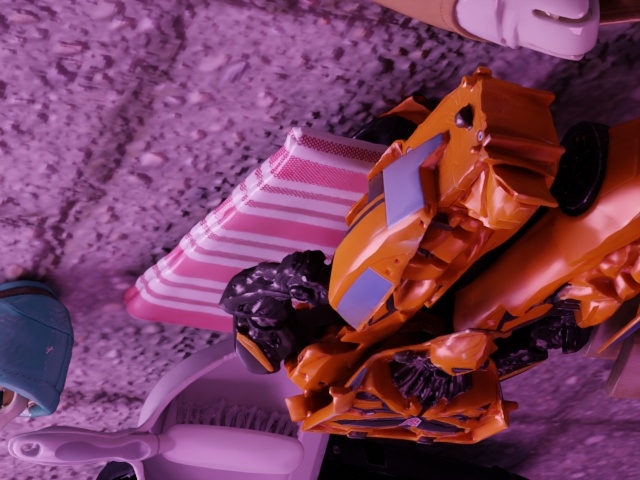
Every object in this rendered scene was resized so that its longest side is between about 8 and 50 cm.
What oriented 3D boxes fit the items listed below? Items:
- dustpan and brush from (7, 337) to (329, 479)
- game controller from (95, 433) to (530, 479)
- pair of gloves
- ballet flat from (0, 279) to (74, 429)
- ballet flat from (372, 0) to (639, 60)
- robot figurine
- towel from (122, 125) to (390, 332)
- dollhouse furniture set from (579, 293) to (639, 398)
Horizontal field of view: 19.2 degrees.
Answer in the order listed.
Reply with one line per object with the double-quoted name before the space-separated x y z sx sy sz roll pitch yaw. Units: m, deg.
"dustpan and brush" -0.081 0.115 1.089 0.211 0.060 0.147 8 109 -23
"game controller" 0.004 0.179 1.284 0.319 0.067 0.166 17 142 -36
"pair of gloves" 0.051 -0.044 0.959 0.083 0.010 0.074 16 142 -36
"ballet flat" -0.253 0.090 1.035 0.247 0.087 0.083 -14 151 10
"ballet flat" 0.128 -0.114 0.792 0.232 0.073 0.080 -9 150 1
"robot figurine" 0.074 0.023 0.935 0.211 0.085 0.291 6 148 -22
"towel" 0.000 0.000 0.996 0.144 0.029 0.197 10 147 -31
"dollhouse furniture set" 0.277 0.036 0.966 0.161 0.212 0.242 6 121 -22
